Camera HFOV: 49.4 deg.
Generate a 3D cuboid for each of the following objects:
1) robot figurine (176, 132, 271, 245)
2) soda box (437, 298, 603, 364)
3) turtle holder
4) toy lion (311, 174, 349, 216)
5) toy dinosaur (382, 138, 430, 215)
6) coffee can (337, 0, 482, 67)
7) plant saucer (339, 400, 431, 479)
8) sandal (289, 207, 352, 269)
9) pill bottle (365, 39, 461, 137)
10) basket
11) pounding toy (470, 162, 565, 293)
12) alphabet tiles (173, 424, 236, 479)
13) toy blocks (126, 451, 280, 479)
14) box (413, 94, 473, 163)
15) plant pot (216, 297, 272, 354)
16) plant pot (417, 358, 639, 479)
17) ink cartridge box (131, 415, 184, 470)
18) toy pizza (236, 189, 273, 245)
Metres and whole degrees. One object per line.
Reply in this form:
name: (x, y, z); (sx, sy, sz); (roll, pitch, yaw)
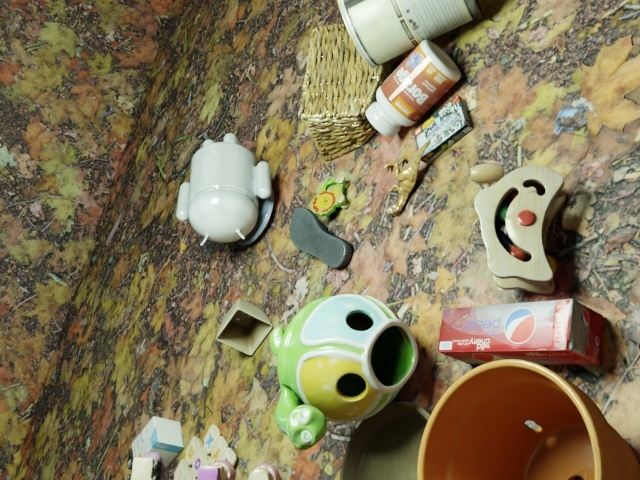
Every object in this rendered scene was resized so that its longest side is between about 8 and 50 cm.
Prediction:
robot figurine: (-0.280, -0.140, 2.012); (0.299, 0.200, 0.354); (-17, 54, 18)
soda box: (0.325, 0.157, 1.157); (0.263, 0.092, 0.084); (-12, 60, 51)
turtle holder: (0.036, 0.229, 1.318); (0.227, 0.320, 0.244); (-11, 89, 50)
toy lion: (0.023, -0.109, 1.759); (0.096, 0.034, 0.100); (-13, 55, 21)
toy dinosaur: (0.200, -0.155, 1.554); (0.112, 0.064, 0.212); (54, 134, 46)
coffee can: (0.203, -0.545, 1.591); (0.275, 0.201, 0.202); (-22, 50, 20)
plant saucer: (0.140, 0.438, 1.282); (0.278, 0.041, 0.278); (-32, 46, 41)
sandal: (0.000, 0.001, 1.747); (0.254, 0.054, 0.097); (43, 112, 45)
pill bottle: (0.208, -0.343, 1.605); (0.216, 0.121, 0.121); (-45, 39, 29)
basket: (0.086, -0.388, 1.826); (0.213, 0.223, 0.299); (-1, 65, 18)
pounding toy: (0.366, -0.029, 1.241); (0.154, 0.155, 0.270); (-14, 64, 16)
alphabet tiles: (-0.302, 0.630, 1.781); (0.284, 0.021, 0.278); (30, 94, 56)
toy blocks: (-0.246, 0.619, 1.516); (0.260, 0.308, 0.289); (80, -167, -73)
box: (0.269, -0.245, 1.543); (0.137, 0.027, 0.094); (-39, 41, 35)
plant pot: (-0.203, 0.216, 1.839); (0.109, 0.109, 0.096); (-54, 23, 17)
plant pot: (0.309, 0.333, 0.969); (0.291, 0.203, 0.291); (-33, 45, 40)
ink cartridge box: (-0.465, 0.586, 1.971); (0.143, 0.089, 0.092); (-51, 36, 19)
toy pizza: (-0.194, -0.078, 2.068); (0.201, 0.032, 0.201); (-30, 48, 41)
